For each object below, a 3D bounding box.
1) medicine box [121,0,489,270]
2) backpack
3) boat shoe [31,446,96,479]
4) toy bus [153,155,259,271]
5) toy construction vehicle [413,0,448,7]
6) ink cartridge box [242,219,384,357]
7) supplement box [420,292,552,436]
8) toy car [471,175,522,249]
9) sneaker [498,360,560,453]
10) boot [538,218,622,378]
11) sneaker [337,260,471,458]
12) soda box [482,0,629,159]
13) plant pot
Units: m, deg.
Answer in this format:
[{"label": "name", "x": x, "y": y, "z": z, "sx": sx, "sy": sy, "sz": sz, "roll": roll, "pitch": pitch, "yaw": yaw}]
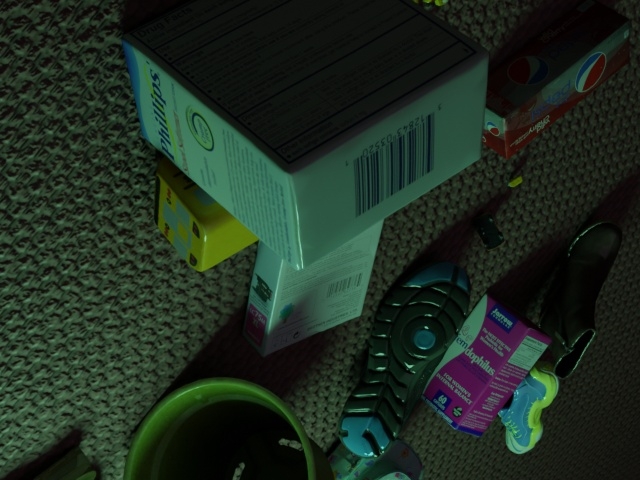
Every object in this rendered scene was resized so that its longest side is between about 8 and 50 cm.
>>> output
[{"label": "medicine box", "x": -0.016, "y": -0.154, "z": 1.345, "sx": 0.263, "sy": 0.289, "sz": 0.149, "roll": -32, "pitch": 143, "yaw": -24}, {"label": "backpack", "x": 0.084, "y": 0.408, "z": 2.143, "sx": 0.188, "sy": 0.144, "sz": 0.166, "roll": -55, "pitch": 129, "yaw": -14}, {"label": "boat shoe", "x": -0.366, "y": 0.322, "z": 1.640, "sx": 0.153, "sy": 0.048, "sz": 0.056, "roll": -30, "pitch": 155, "yaw": -16}, {"label": "toy bus", "x": -0.041, "y": -0.105, "z": 1.494, "sx": 0.333, "sy": 0.130, "sz": 0.108, "roll": -31, "pitch": 154, "yaw": -26}, {"label": "toy construction vehicle", "x": 0.119, "y": -0.288, "z": 1.610, "sx": 0.098, "sy": 0.035, "sz": 0.085, "roll": -27, "pitch": 130, "yaw": -35}, {"label": "ink cartridge box", "x": 0.000, "y": 0.000, "z": 1.724, "sx": 0.186, "sy": 0.065, "sz": 0.311, "roll": -20, "pitch": 139, "yaw": -37}, {"label": "supplement box", "x": 0.283, "y": 0.218, "z": 2.222, "sx": 0.220, "sy": 0.111, "sz": 0.114, "roll": -55, "pitch": 146, "yaw": 6}, {"label": "toy car", "x": 0.293, "y": -0.043, "z": 2.031, "sx": 0.122, "sy": 0.060, "sz": 0.040, "roll": -47, "pitch": 179, "yaw": 8}, {"label": "sneaker", "x": 0.374, "y": 0.329, "z": 2.482, "sx": 0.126, "sy": 0.091, "sz": 0.240, "roll": -6, "pitch": 130, "yaw": -23}, {"label": "boot", "x": 0.472, "y": 0.103, "z": 2.251, "sx": 0.090, "sy": 0.207, "sz": 0.248, "roll": 23, "pitch": 117, "yaw": -12}, {"label": "sneaker", "x": 0.131, "y": 0.178, "z": 2.034, "sx": 0.340, "sy": 0.125, "sz": 0.139, "roll": -61, "pitch": 173, "yaw": 11}, {"label": "soda box", "x": 0.332, "y": -0.237, "z": 1.855, "sx": 0.263, "sy": 0.083, "sz": 0.092, "roll": -37, "pitch": 144, "yaw": -17}, {"label": "plant pot", "x": -0.101, "y": 0.345, "z": 1.800, "sx": 0.276, "sy": 0.276, "sz": 0.254, "roll": -51, "pitch": 159, "yaw": 1}]
